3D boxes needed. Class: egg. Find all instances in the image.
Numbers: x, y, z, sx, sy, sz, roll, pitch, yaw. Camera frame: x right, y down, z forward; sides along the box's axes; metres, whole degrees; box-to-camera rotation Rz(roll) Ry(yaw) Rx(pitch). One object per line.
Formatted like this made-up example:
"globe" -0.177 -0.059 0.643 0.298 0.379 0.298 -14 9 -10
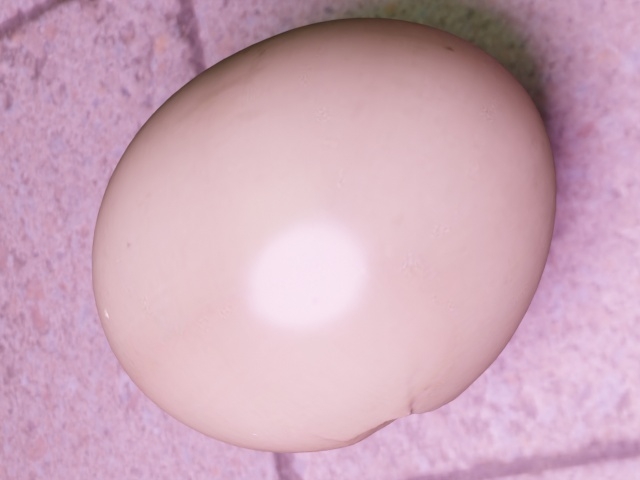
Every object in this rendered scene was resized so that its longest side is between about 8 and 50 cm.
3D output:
"egg" 0.000 0.000 0.654 0.269 0.219 0.219 -24 77 35
